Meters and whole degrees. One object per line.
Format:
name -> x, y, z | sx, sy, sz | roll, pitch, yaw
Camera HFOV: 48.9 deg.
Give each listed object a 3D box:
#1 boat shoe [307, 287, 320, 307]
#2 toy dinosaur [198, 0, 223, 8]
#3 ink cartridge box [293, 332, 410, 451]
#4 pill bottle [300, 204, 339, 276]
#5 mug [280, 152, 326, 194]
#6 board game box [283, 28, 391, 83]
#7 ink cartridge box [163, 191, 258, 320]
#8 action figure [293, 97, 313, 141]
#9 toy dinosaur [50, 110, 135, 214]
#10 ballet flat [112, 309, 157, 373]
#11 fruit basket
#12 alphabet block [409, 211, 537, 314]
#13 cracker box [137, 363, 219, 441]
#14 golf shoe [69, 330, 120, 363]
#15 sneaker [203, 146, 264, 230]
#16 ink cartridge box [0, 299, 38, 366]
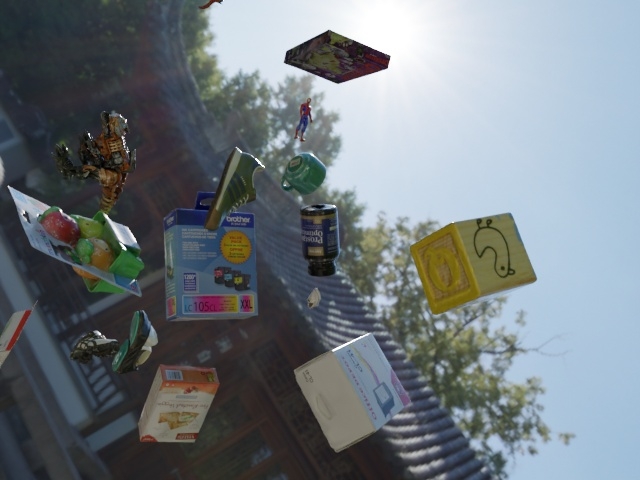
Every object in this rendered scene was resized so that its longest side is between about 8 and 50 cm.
boat shoe -> -0.024, 0.187, 2.249 | 0.035, 0.035, 0.100 | 56, -24, 23
toy dinosaur -> -0.219, -0.543, 1.575 | 0.047, 0.090, 0.082 | 40, -7, -28
ink cartridge box -> 0.089, 0.379, 1.805 | 0.226, 0.131, 0.306 | 60, 19, 10
pill bottle -> 0.000, 0.000, 2.275 | 0.122, 0.122, 0.219 | -160, -117, -63
mug -> -0.068, -0.227, 2.428 | 0.097, 0.158, 0.129 | 39, 1, -41
board game box -> 0.041, -0.545, 2.120 | 0.347, 0.208, 0.056 | -169, -89, -67
ink cartridge box -> -0.350, 0.050, 2.222 | 0.151, 0.269, 0.396 | -24, -113, 59
action figure -> -0.041, -0.319, 1.847 | 0.030, 0.038, 0.115 | -1, -105, 55
toy dinosaur -> -0.630, -0.214, 2.015 | 0.218, 0.322, 0.164 | 19, 10, 12
ballet flat -> -0.573, 0.319, 2.219 | 0.280, 0.096, 0.095 | -56, -145, 35
fruit basket -> -0.659, -0.008, 1.918 | 0.353, 0.165, 0.327 | 41, 3, -44
alphabet block -> 0.370, 0.056, 1.725 | 0.193, 0.197, 0.193 | -38, -113, 55
cracker box -> -0.383, 0.441, 1.890 | 0.232, 0.155, 0.067 | -65, -148, 28
golf shoe -> -0.674, 0.306, 2.112 | 0.077, 0.198, 0.094 | 42, 43, -43
sneaker -> -0.175, -0.098, 1.490 | 0.086, 0.192, 0.064 | 24, -20, -18
ink cartridge box -> -1.064, 0.316, 2.426 | 0.056, 0.181, 0.225 | 28, -48, -18
